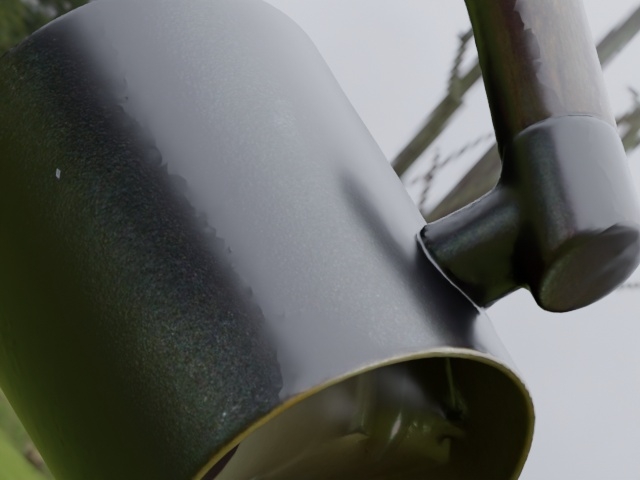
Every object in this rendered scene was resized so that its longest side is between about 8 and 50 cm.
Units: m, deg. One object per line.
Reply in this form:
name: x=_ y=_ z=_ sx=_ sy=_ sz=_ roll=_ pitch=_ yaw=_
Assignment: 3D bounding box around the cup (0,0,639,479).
cup: x=-0.015 y=0.001 z=0.542 sx=0.166 sy=0.239 sz=0.177 roll=8 pitch=35 yaw=-40
